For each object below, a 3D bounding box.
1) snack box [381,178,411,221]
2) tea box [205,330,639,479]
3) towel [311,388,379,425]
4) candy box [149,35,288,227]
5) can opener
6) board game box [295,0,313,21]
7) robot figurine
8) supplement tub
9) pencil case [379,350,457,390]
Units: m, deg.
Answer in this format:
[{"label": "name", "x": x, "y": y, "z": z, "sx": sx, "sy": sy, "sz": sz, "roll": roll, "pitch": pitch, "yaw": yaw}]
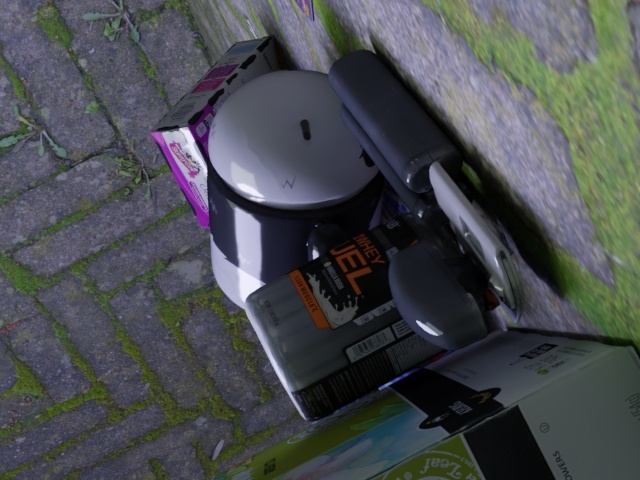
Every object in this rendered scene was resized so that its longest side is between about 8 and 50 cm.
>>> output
[{"label": "snack box", "x": 0.082, "y": -0.030, "z": 1.012, "sx": 0.064, "sy": 0.022, "sz": 0.178, "roll": 65, "pitch": 176, "yaw": -15}, {"label": "tea box", "x": 0.071, "y": 0.229, "z": 0.709, "sx": 0.220, "sy": 0.323, "sz": 0.329, "roll": 62, "pitch": 176, "yaw": 2}, {"label": "towel", "x": 0.083, "y": 0.171, "z": 1.181, "sx": 0.040, "sy": 0.243, "sz": 0.336, "roll": 18, "pitch": 157, "yaw": 20}, {"label": "candy box", "x": -0.111, "y": -0.149, "z": 1.375, "sx": 0.233, "sy": 0.071, "sz": 0.159, "roll": -57, "pitch": -48, "yaw": -42}, {"label": "can opener", "x": 0.058, "y": -0.037, "z": 0.741, "sx": 0.283, "sy": 0.095, "sz": 0.076, "roll": 58, "pitch": 174, "yaw": 46}, {"label": "board game box", "x": -0.053, "y": -0.281, "z": 0.993, "sx": 0.133, "sy": 0.033, "sz": 0.168, "roll": 62, "pitch": 177, "yaw": 12}, {"label": "robot figurine", "x": -0.022, "y": -0.033, "z": 0.998, "sx": 0.209, "sy": 0.173, "sz": 0.278, "roll": 27, "pitch": 138, "yaw": 25}, {"label": "supplement tub", "x": 0.045, "y": 0.053, "z": 0.818, "sx": 0.117, "sy": 0.190, "sz": 0.117, "roll": 61, "pitch": 175, "yaw": 9}, {"label": "pencil case", "x": 0.115, "y": 0.142, "z": 1.042, "sx": 0.306, "sy": 0.119, "sz": 0.133, "roll": 68, "pitch": 176, "yaw": -54}]
